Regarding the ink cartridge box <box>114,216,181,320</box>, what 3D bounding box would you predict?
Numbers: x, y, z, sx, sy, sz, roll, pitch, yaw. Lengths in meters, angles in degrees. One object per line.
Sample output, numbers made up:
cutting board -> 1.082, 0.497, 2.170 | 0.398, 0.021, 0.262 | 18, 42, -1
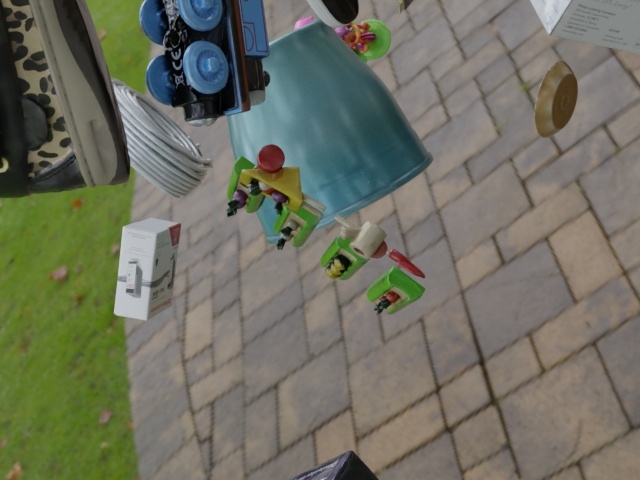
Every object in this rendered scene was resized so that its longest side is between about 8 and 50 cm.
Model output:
ink cartridge box -> -0.257, 0.042, 1.459 | 0.099, 0.056, 0.135 | -36, -44, -72

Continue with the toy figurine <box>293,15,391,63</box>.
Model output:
toy figurine -> 0.019, -0.342, 1.692 | 0.173, 0.130, 0.159 | -11, 0, 21

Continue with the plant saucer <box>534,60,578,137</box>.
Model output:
plant saucer -> 0.255, -0.149, 1.045 | 0.015, 0.083, 0.083 | 19, 68, 35

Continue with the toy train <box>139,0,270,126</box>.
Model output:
toy train -> -0.090, -0.185, 0.801 | 0.080, 0.105, 0.184 | -6, 92, 47

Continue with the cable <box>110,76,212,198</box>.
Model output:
cable -> -0.318, -0.188, 1.796 | 0.089, 0.257, 0.257 | -45, 9, 6

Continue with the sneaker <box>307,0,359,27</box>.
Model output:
sneaker -> 0.030, -0.336, 1.042 | 0.121, 0.216, 0.079 | -3, 31, 31

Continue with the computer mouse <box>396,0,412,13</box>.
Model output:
computer mouse -> 0.067, -0.433, 1.583 | 0.060, 0.184, 0.262 | -21, 22, 39

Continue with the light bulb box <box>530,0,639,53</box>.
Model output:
light bulb box -> 0.588, -0.526, 1.674 | 0.361, 0.358, 0.225 | 118, 148, -42

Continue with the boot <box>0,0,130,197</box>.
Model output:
boot -> -0.323, -0.169, 0.704 | 0.284, 0.377, 0.138 | -18, 35, -3

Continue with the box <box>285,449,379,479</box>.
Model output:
box -> -0.067, 0.284, 0.715 | 0.261, 0.103, 0.184 | -35, 12, 38

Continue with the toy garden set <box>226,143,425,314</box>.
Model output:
toy garden set -> 0.000, 0.000, 1.043 | 0.049, 0.244, 0.204 | -54, 0, -16

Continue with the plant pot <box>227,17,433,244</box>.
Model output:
plant pot -> -0.013, -0.170, 1.409 | 0.272, 0.255, 0.271 | -26, 9, 5
